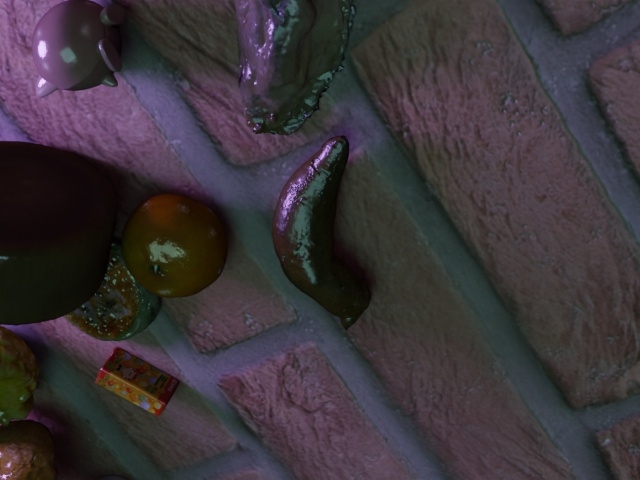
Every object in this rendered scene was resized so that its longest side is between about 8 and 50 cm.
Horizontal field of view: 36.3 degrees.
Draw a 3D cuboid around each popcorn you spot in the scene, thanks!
[{"bbox_3d":[-0.566,0.225,1.593,0.218,0.169,0.189,-4,118,22],"label":"popcorn"}]

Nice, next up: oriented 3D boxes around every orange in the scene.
[{"bbox_3d":[-0.212,0.011,1.402,0.156,0.124,0.156,6,116,12],"label":"orange"}]

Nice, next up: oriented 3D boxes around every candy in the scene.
[{"bbox_3d":[-0.297,0.229,1.585,0.122,0.062,0.038,29,124,-2],"label":"candy"}]

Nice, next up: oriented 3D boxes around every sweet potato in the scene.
[{"bbox_3d":[-0.003,0.003,1.358,0.124,0.098,0.310,-11,115,-3],"label":"sweet potato"}]

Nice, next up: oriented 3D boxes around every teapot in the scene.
[{"bbox_3d":[-0.536,0.411,1.642,0.167,0.311,0.203,1,102,-22],"label":"teapot"}]

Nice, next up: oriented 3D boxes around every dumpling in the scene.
[{"bbox_3d":[-0.045,-0.272,1.224,0.166,0.086,0.332,2,123,17],"label":"dumpling"}]

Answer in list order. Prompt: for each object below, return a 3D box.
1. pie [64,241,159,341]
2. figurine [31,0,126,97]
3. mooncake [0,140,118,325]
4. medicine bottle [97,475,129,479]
[{"bbox_3d":[-0.342,0.078,1.524,0.187,0.041,0.186,7,120,13],"label":"pie"},{"bbox_3d":[-0.319,-0.255,1.289,0.138,0.125,0.125,-13,115,33],"label":"figurine"},{"bbox_3d":[-0.432,-0.011,1.363,0.285,0.284,0.155,19,127,5],"label":"mooncake"},{"bbox_3d":[-0.394,0.521,1.667,0.147,0.247,0.147,7,121,12],"label":"medicine bottle"}]
